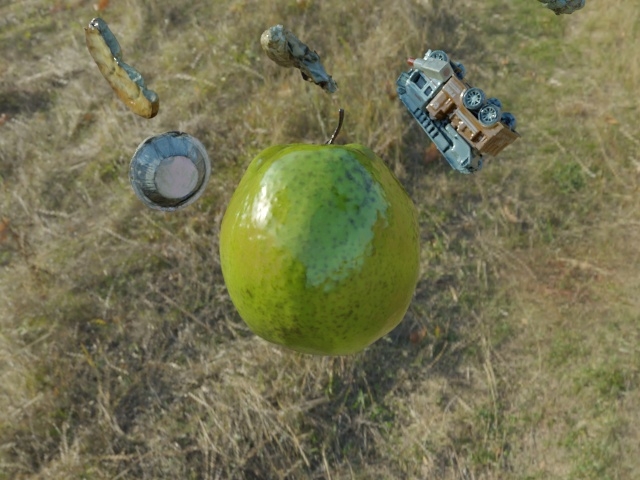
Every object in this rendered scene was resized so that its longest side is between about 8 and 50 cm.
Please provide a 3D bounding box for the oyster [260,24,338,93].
[{"bbox_3d":[-0.059,-0.478,1.938,0.094,0.294,0.166,-41,36,15],"label":"oyster"}]

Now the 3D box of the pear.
[{"bbox_3d":[0.000,0.000,1.257,0.392,0.390,0.391,-6,43,5],"label":"pear"}]

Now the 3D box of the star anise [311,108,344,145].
[{"bbox_3d":[0.018,-0.206,1.845,0.073,0.233,0.177,-6,0,-38],"label":"star anise"}]

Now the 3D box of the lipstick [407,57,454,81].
[{"bbox_3d":[0.218,-0.359,1.481,0.030,0.030,0.129,-46,39,-6],"label":"lipstick"}]

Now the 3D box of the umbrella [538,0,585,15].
[{"bbox_3d":[0.417,-0.448,1.291,0.144,0.062,0.067,13,58,-23],"label":"umbrella"}]

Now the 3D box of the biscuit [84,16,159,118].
[{"bbox_3d":[-0.496,-0.416,1.797,0.045,0.154,0.299,-31,80,-29],"label":"biscuit"}]

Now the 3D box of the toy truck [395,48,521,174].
[{"bbox_3d":[0.323,-0.332,1.797,0.184,0.133,0.338,-47,63,22],"label":"toy truck"}]

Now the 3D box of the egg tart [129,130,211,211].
[{"bbox_3d":[-0.405,-0.184,1.968,0.234,0.234,0.094,-26,34,-16],"label":"egg tart"}]
